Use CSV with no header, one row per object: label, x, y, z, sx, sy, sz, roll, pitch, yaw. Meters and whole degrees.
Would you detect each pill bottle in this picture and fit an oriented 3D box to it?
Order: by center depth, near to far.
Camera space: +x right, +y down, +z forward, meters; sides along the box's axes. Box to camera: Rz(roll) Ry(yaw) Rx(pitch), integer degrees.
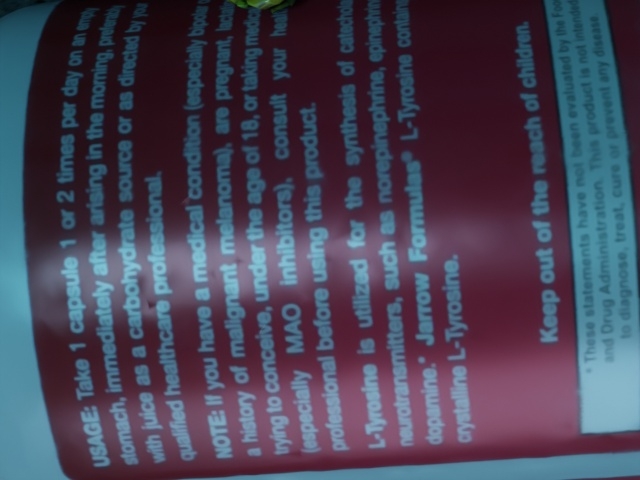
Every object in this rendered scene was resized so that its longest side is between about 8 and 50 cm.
pill bottle,-0.019,0.005,0.642,0.407,0.229,0.229,-4,160,4

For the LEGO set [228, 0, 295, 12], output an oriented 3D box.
LEGO set,0.028,-0.145,0.435,0.331,0.192,0.255,-14,159,16
